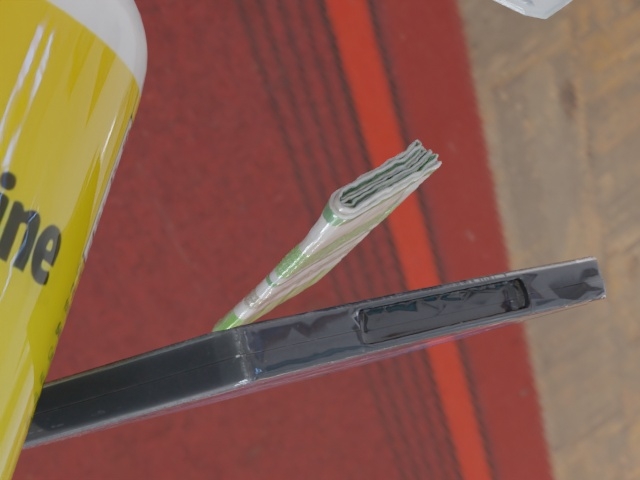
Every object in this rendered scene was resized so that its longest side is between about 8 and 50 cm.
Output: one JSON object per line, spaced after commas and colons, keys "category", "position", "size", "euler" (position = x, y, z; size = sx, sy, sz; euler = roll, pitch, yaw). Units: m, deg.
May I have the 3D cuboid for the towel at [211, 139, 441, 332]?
{"category": "towel", "position": [0.000, 0.000, 1.172], "size": [0.113, 0.023, 0.152], "euler": [-29, 169, -49]}

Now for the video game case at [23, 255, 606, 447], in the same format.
{"category": "video game case", "position": [-0.022, 0.052, 0.818], "size": [0.196, 0.026, 0.274], "euler": [-18, 175, 36]}

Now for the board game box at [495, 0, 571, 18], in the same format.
{"category": "board game box", "position": [0.027, -0.278, 1.130], "size": [0.390, 0.390, 0.050], "euler": [148, -34, -78]}

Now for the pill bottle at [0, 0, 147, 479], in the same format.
{"category": "pill bottle", "position": [-0.170, -0.018, 0.632], "size": [0.188, 0.188, 0.334], "euler": [38, 65, -55]}
